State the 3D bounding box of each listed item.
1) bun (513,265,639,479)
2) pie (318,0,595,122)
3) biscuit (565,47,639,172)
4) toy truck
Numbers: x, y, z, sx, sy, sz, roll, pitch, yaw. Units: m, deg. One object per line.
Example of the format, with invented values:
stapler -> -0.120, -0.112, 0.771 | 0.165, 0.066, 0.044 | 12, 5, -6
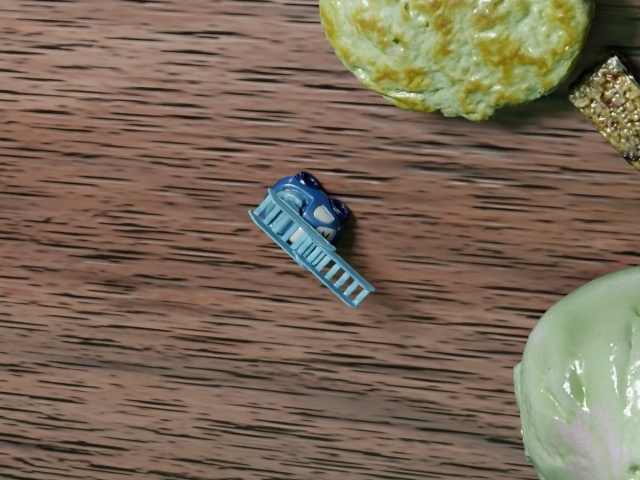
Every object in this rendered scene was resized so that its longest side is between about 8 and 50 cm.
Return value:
bun -> 0.304, 0.170, 1.720 | 0.293, 0.187, 0.293 | 7, 111, 19
pie -> 0.114, -0.204, 1.706 | 0.248, 0.090, 0.201 | 24, 125, 10
biscuit -> 0.301, -0.081, 1.715 | 0.199, 0.034, 0.064 | 46, 115, -1
toy truck -> 0.000, 0.000, 1.822 | 0.136, 0.074, 0.063 | 41, 116, 0
